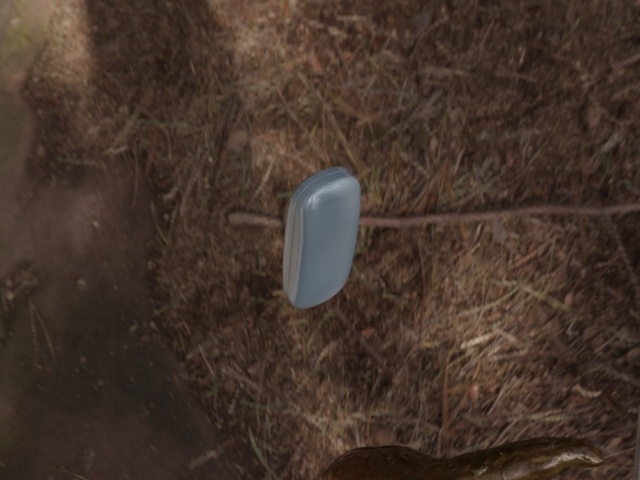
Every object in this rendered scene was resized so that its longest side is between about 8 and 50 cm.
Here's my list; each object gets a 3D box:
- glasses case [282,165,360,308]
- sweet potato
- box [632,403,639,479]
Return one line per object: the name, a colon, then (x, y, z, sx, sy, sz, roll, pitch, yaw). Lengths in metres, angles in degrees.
glasses case: (0.000, 0.000, 1.129, 0.067, 0.178, 0.045, -22, 53, -24)
sweet potato: (0.077, 0.150, 0.735, 0.214, 0.050, 0.050, -17, 65, 42)
box: (0.463, 0.289, 1.232, 0.252, 0.106, 0.203, 2, 76, 20)
